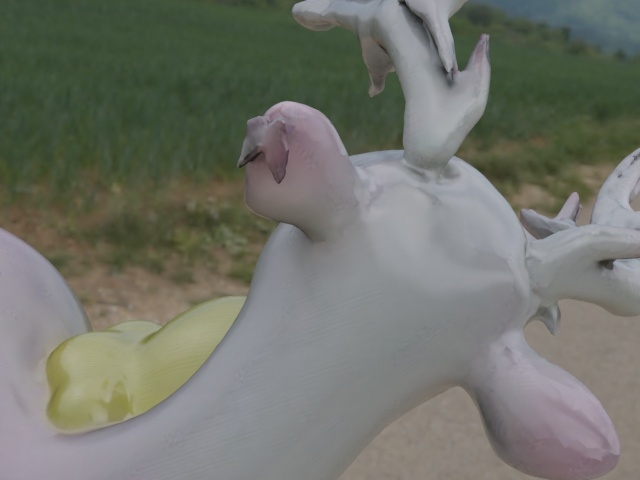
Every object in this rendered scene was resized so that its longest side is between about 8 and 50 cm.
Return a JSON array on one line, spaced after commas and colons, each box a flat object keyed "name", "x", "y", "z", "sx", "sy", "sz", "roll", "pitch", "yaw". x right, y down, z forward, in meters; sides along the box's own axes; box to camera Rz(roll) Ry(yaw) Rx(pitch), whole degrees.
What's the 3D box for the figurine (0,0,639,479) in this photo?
[{"name": "figurine", "x": -0.007, "y": -0.009, "z": 0.488, "sx": 0.315, "sy": 0.206, "sz": 0.284, "roll": -18, "pitch": 24, "yaw": 24}]
